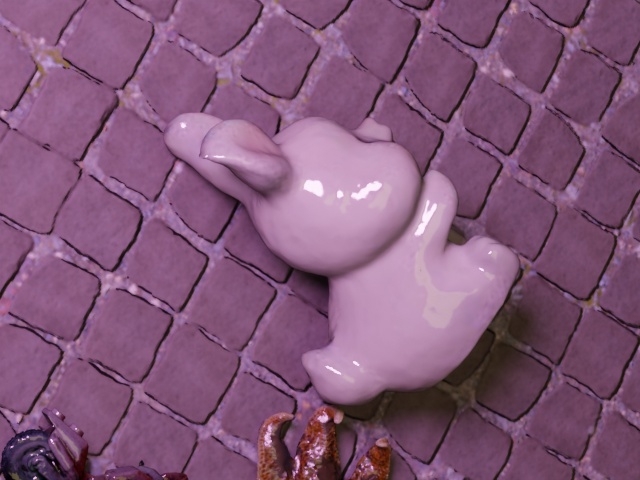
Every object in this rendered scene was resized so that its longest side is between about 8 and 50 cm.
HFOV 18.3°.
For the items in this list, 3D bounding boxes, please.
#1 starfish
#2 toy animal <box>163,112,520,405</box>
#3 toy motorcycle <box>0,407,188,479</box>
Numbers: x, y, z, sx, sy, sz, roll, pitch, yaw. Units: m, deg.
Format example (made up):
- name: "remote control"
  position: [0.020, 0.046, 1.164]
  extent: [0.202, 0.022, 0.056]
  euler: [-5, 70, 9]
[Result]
- name: "starfish"
  position: [-0.013, 0.294, 2.081]
  extent: [0.216, 0.071, 0.238]
  euler: [-16, 87, -16]
- name: "toy animal"
  position: [0.009, -0.005, 2.012]
  extent: [0.241, 0.196, 0.367]
  euler: [-48, 110, -14]
- name: "toy motorcycle"
  position: [-0.213, 0.246, 1.981]
  extent: [0.213, 0.082, 0.122]
  euler: [43, 76, -19]
